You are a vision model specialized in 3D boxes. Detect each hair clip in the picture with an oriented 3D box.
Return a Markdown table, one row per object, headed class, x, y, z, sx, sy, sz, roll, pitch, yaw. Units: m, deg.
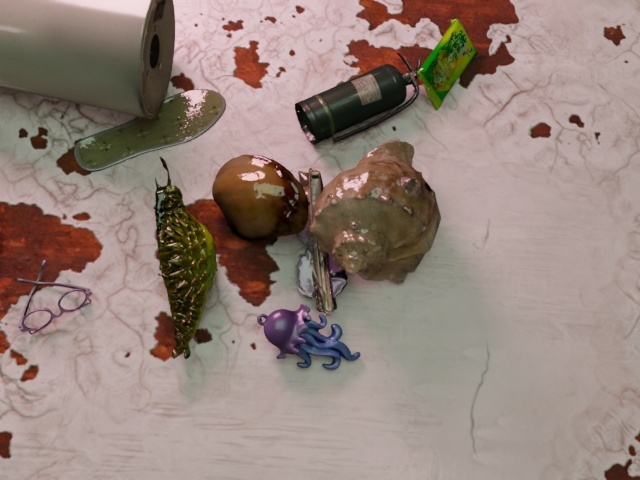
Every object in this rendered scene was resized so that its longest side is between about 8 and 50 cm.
| class | x | y | z | sx | sy | sz | roll | pitch | yaw |
| --- | --- | --- | --- | --- | --- | --- | --- | --- | --- |
| hair clip | 0.000 | 0.000 | 1.447 | 0.106 | 0.084 | 0.292 | -3 | 77 | -11 |

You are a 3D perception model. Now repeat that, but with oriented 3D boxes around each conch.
| class | x | y | z | sx | sy | sz | roll | pitch | yaw |
| --- | --- | --- | --- | --- | --- | --- | --- | --- | --- |
| conch | 0.132 | -0.049 | 1.402 | 0.324 | 0.186 | 0.263 | -54 | 128 | -23 |

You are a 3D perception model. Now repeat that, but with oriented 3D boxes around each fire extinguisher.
| class | x | y | z | sx | sy | sz | roll | pitch | yaw |
| --- | --- | --- | --- | --- | --- | --- | --- | --- | --- |
| fire extinguisher | 0.096 | -0.293 | 1.546 | 0.294 | 0.093 | 0.118 | -26 | 89 | -13 |

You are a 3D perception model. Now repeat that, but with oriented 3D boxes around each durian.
| class | x | y | z | sx | sy | sz | roll | pitch | yaw |
| --- | --- | --- | --- | --- | --- | --- | --- | --- | --- |
| durian | -0.246 | 0.029 | 1.388 | 0.107 | 0.132 | 0.375 | -8 | 78 | 5 |

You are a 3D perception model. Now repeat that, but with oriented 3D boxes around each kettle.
| class | x | y | z | sx | sy | sz | roll | pitch | yaw |
| --- | --- | --- | --- | --- | --- | --- | --- | --- | --- |
| kettle | -0.482 | -0.431 | 1.418 | 0.377 | 0.361 | 0.250 | 9 | 30 | 1 |

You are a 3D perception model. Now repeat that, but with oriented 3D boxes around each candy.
| class | x | y | z | sx | sy | sz | roll | pitch | yaw |
| --- | --- | --- | --- | --- | --- | --- | --- | --- | --- |
| candy | 0.267 | -0.372 | 1.593 | 0.102 | 0.032 | 0.178 | 47 | 68 | -32 |

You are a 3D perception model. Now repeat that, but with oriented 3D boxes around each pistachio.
| class | x | y | z | sx | sy | sz | roll | pitch | yaw |
| --- | --- | --- | --- | --- | --- | --- | --- | --- | --- |
| pistachio | -0.111 | -0.076 | 1.432 | 0.210 | 0.130 | 0.165 | 27 | 113 | 25 |

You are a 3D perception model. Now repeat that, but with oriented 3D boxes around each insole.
| class | x | y | z | sx | sy | sz | roll | pitch | yaw |
| --- | --- | --- | --- | --- | --- | --- | --- | --- | --- |
| insole | -0.339 | -0.224 | 1.526 | 0.322 | 0.007 | 0.109 | -24 | 75 | -13 |

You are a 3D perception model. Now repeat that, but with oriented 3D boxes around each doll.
| class | x | y | z | sx | sy | sz | roll | pitch | yaw |
| --- | --- | --- | --- | --- | --- | --- | --- | --- | --- |
| doll | -0.022 | 0.181 | 1.389 | 0.206 | 0.067 | 0.110 | 26 | 78 | -10 |

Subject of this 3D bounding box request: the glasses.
| class | x | y | z | sx | sy | sz | roll | pitch | yaw |
| --- | --- | --- | --- | --- | --- | --- | --- | --- | --- |
| glasses | -0.503 | 0.097 | 1.393 | 0.140 | 0.062 | 0.104 | -32 | 55 | -14 |
